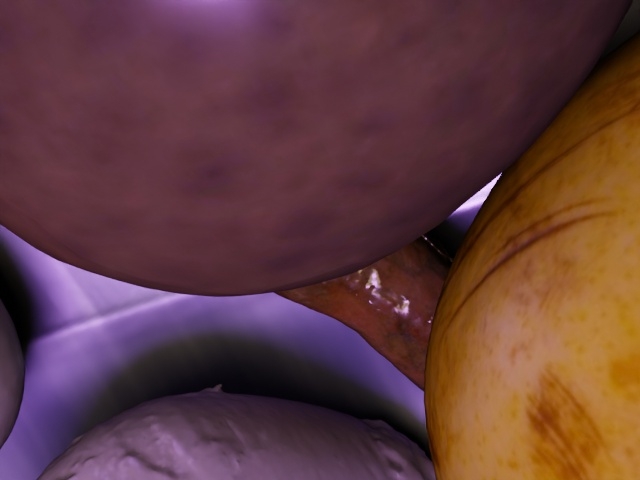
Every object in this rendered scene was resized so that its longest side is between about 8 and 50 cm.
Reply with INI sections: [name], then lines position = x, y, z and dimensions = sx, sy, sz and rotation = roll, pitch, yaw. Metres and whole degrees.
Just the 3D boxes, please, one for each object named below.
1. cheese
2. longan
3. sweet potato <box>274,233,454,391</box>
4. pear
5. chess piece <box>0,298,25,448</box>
[cheese]
position = -0.058, 0.155, 0.767
dimensions = 0.154, 0.189, 0.198
rotation = 47, 111, 25
[longan]
position = -0.025, -0.140, 0.589
dimensions = 0.318, 0.319, 0.319
rotation = 2, 109, 7
[sweet potato]
position = 0.000, 0.000, 0.756
dimensions = 0.273, 0.075, 0.075
rotation = 35, 110, -8
[pear]
position = 0.172, 0.048, 0.638
dimensions = 0.280, 0.281, 0.281
rotation = 2, 109, 7
[chess piece]
position = -0.235, -0.028, 0.733
dimensions = 0.182, 0.182, 0.330
rotation = -15, 111, 13
